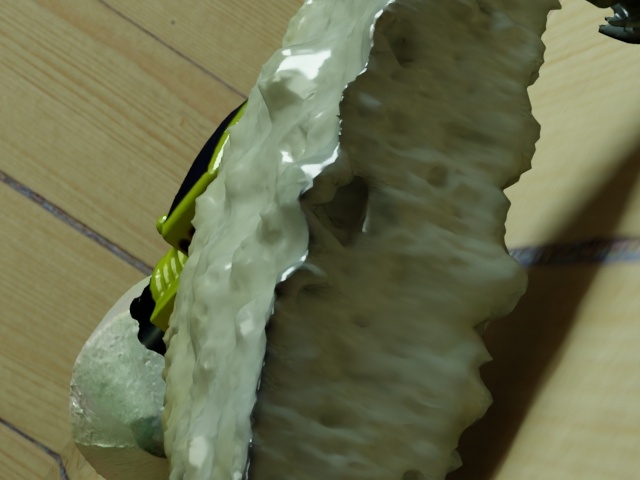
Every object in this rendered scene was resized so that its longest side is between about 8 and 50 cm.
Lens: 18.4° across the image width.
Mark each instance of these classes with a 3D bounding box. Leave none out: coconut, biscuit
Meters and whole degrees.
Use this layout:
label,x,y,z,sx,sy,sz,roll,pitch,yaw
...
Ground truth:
label,x,y,z,sx,sy,sz,roll,pitch,yaw
coconut,-0.072,0.079,1.032,0.116,0.116,0.122,-55,8,16
biscuit,0.000,0.000,0.720,0.179,0.084,0.281,-29,42,55

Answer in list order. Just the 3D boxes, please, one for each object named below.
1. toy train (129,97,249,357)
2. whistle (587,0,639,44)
label,x,y,z,sx,sy,sz,roll,pitch,yaw
toy train,-0.018,0.018,0.893,0.219,0.127,0.089,-47,11,49
whistle,0.158,-0.185,0.861,0.326,0.057,0.068,-64,-33,-53
